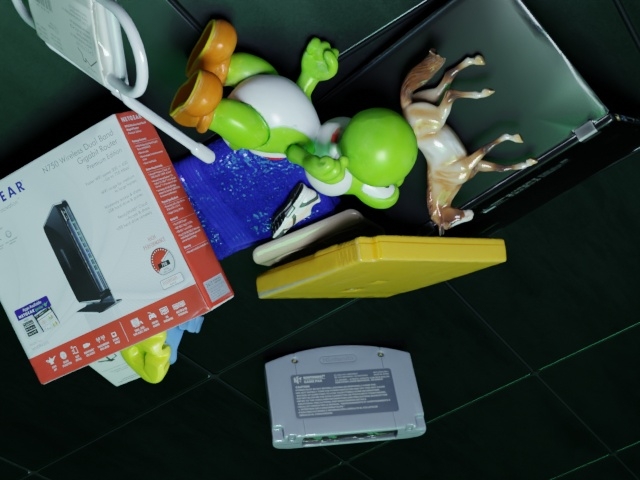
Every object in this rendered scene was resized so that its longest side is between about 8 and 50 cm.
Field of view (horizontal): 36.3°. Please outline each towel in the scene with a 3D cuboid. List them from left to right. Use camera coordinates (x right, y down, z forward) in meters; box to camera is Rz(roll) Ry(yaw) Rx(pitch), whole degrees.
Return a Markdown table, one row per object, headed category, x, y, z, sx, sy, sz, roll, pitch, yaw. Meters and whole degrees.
| category | x | y | z | sx | sy | sz | roll | pitch | yaw |
| --- | --- | --- | --- | --- | --- | --- | --- | --- | --- |
| towel | -0.140 | -0.062 | 1.563 | 0.308 | 0.076 | 0.228 | -24 | 138 | 13 |

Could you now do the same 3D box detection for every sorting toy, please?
| category | x | y | z | sx | sy | sz | roll | pitch | yaw |
| --- | --- | --- | --- | --- | --- | --- | --- | --- | --- |
| sorting toy | 0.000 | 0.000 | 1.649 | 0.193 | 0.038 | 0.208 | -22 | 165 | 11 |

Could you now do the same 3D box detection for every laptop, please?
| category | x | y | z | sx | sy | sz | roll | pitch | yaw |
| --- | --- | --- | --- | --- | --- | --- | --- | --- | --- |
| laptop | 0.263 | -0.181 | 1.536 | 0.382 | 0.236 | 0.408 | -33 | 163 | 32 |

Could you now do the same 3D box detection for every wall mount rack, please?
| category | x | y | z | sx | sy | sz | roll | pitch | yaw |
| --- | --- | --- | --- | --- | --- | --- | --- | --- | --- |
| wall mount rack | -0.252 | -0.245 | 1.191 | 0.130 | 0.350 | 0.304 | -27 | 134 | -28 |

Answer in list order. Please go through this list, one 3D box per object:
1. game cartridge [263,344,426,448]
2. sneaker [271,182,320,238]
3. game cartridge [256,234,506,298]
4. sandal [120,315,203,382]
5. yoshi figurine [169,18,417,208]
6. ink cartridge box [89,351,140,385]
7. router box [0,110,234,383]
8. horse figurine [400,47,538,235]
| category | x | y | z | sx | sy | sz | roll | pitch | yaw |
| --- | --- | --- | --- | --- | --- | --- | --- | --- | --- |
| game cartridge | 0.043 | 0.299 | 1.907 | 0.297 | 0.198 | 0.062 | -3 | 137 | -9 |
| sneaker | -0.040 | -0.039 | 1.528 | 0.043 | 0.040 | 0.109 | 21 | 125 | -28 |
| game cartridge | 0.094 | 0.045 | 1.608 | 0.285 | 0.053 | 0.323 | 2 | 165 | -34 |
| sandal | -0.261 | 0.069 | 1.564 | 0.138 | 0.126 | 0.317 | -35 | 139 | -40 |
| yoshi figurine | -0.009 | -0.168 | 1.358 | 0.362 | 0.203 | 0.204 | 27 | 99 | -21 |
| ink cartridge box | -0.373 | 0.131 | 1.667 | 0.085 | 0.148 | 0.203 | -23 | 136 | 16 |
| router box | -0.335 | 0.015 | 1.429 | 0.335 | 0.082 | 0.301 | -25 | 93 | 26 |
| horse figurine | 0.189 | -0.153 | 1.403 | 0.174 | 0.066 | 0.263 | -24 | 111 | 24 |
